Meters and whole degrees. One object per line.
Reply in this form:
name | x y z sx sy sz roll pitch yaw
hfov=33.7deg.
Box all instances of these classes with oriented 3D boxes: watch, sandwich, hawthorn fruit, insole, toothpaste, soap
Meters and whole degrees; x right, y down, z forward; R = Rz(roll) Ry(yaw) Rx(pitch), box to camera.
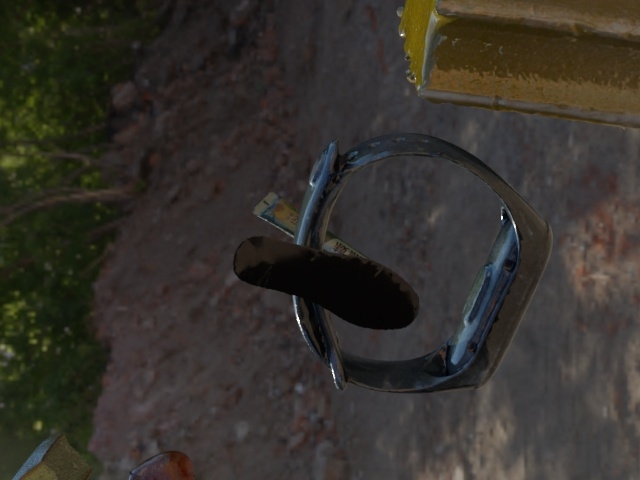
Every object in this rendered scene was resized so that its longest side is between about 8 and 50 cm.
watch | 0.065 0.024 0.810 0.068 0.193 0.206 -99 30 -70
sandwich | -0.485 0.422 1.902 0.094 0.096 0.258 55 -163 -10
hawthorn fruit | -0.192 0.291 1.246 0.081 0.093 0.081 172 90 -81
insole | 0.007 0.032 0.781 0.002 0.152 0.053 -125 53 -65
toothpaste | 0.000 0.000 1.451 0.049 0.204 0.031 -48 -16 -33
soap | 0.270 -0.261 1.301 0.293 0.335 0.156 -85 4 -62
